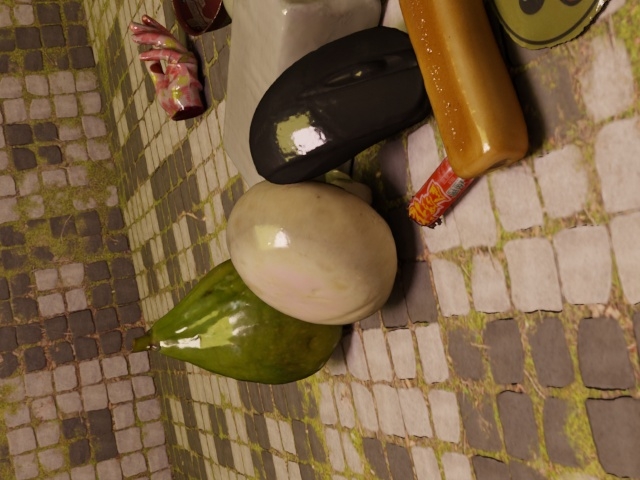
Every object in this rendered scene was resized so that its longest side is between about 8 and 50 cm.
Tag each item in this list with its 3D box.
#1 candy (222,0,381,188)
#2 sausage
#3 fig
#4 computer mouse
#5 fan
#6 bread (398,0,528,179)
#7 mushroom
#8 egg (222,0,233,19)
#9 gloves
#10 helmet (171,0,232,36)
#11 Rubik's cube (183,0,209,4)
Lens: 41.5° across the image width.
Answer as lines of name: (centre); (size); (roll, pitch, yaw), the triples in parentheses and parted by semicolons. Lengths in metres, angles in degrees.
candy: (-0.040, -0.238, 1.206); (0.358, 0.145, 0.208); (100, 149, -41)
sausage: (0.148, -0.065, 0.972); (0.050, 0.048, 0.145); (65, 151, 18)
fig: (-0.122, 0.110, 1.370); (0.233, 0.314, 0.233); (-163, 90, -78)
computer mouse: (0.008, -0.164, 1.028); (0.270, 0.086, 0.137); (-27, 66, 25)
fan: (0.222, -0.293, 0.744); (0.335, 0.011, 0.229); (-177, 78, -67)
bread: (0.150, -0.184, 0.879); (0.092, 0.074, 0.239); (-39, 64, 61)
mushroom: (0.000, 0.000, 1.161); (0.246, 0.202, 0.246); (26, 157, 12)
egg: (-0.098, -0.392, 1.316); (0.114, 0.114, 0.152); (-126, 32, -46)
gloves: (-0.331, -0.388, 1.859); (0.145, 0.126, 0.241); (57, -162, -86)
helmet: (-0.182, -0.451, 1.497); (0.155, 0.106, 0.175); (56, 140, 22)
Rubik's cube: (-0.226, -0.488, 1.599); (0.092, 0.092, 0.092); (-140, 45, -56)
